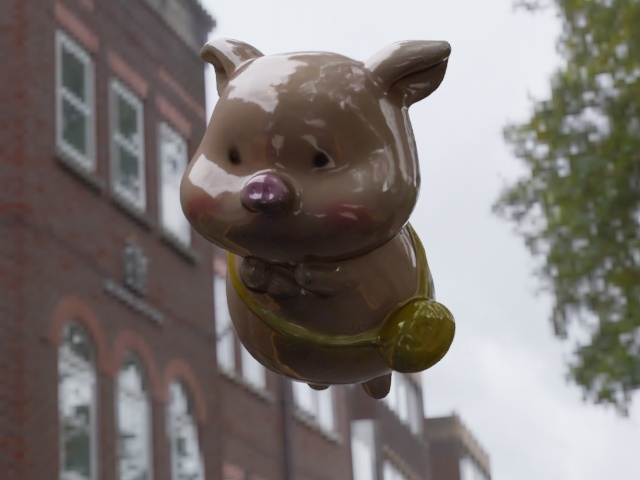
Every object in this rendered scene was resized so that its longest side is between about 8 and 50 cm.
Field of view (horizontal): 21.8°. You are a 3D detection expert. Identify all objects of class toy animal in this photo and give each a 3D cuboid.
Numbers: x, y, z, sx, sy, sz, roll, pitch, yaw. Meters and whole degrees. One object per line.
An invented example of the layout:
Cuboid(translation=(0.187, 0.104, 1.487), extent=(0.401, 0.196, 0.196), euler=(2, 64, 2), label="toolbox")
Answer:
Cuboid(translation=(0.003, 0.000, 1.038), extent=(0.165, 0.149, 0.248), euler=(0, -60, 10), label="toy animal")
